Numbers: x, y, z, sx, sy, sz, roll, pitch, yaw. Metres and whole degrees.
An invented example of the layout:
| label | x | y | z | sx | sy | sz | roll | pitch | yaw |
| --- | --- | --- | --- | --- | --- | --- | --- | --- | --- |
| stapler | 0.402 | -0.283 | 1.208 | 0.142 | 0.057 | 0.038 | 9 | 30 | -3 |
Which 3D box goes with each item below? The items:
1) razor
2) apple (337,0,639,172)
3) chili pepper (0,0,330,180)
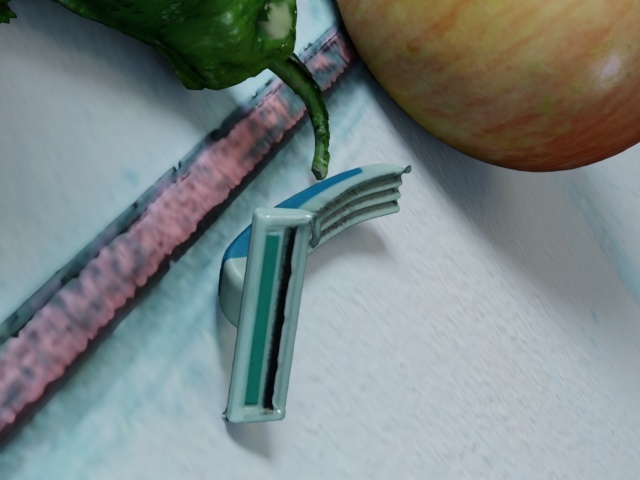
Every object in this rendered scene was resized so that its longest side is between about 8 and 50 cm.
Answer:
| label | x | y | z | sx | sy | sz | roll | pitch | yaw |
| --- | --- | --- | --- | --- | --- | --- | --- | --- | --- |
| razor | -0.004 | -0.001 | 0.620 | 0.191 | 0.037 | 0.068 | -49 | 150 | -70 |
| apple | 0.095 | -0.131 | 0.822 | 0.209 | 0.164 | 0.209 | 47 | 23 | -27 |
| chili pepper | -0.062 | -0.081 | 0.563 | 0.279 | 0.065 | 0.122 | -5 | 75 | -64 |
